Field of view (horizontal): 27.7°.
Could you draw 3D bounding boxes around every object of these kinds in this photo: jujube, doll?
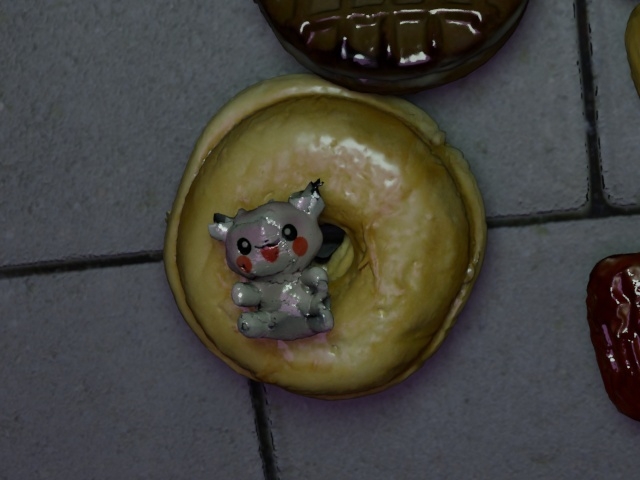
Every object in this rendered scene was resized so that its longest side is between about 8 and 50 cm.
[{"bbox_3d":[0.433,0.124,1.706,0.155,0.155,0.230,-15,94,14],"label":"jujube"},{"bbox_3d":[-0.048,0.031,1.585,0.149,0.095,0.192,-11,100,9],"label":"doll"}]

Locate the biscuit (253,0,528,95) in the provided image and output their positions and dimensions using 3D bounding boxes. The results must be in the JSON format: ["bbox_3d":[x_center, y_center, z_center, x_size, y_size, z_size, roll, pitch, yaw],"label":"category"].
[{"bbox_3d":[0.083,-0.315,1.605,0.366,0.115,0.268,2,75,11],"label":"biscuit"}]

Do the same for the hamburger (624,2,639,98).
[{"bbox_3d":[0.436,-0.224,1.591,0.115,0.162,0.162,-13,104,12],"label":"hamburger"}]

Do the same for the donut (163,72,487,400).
[{"bbox_3d":[0.000,0.000,1.717,0.449,0.198,0.449,3,107,9],"label":"donut"}]
